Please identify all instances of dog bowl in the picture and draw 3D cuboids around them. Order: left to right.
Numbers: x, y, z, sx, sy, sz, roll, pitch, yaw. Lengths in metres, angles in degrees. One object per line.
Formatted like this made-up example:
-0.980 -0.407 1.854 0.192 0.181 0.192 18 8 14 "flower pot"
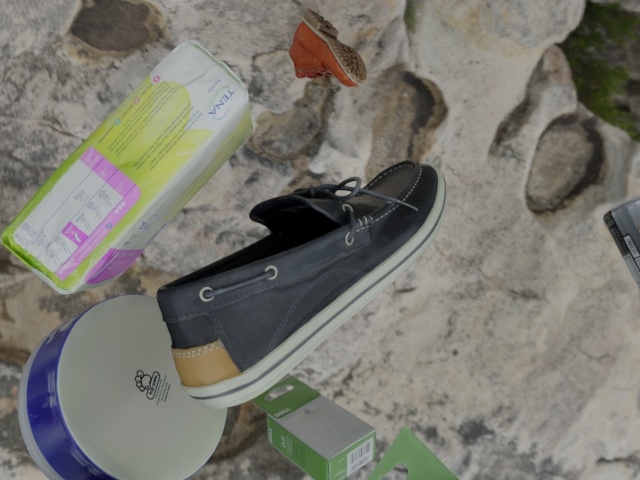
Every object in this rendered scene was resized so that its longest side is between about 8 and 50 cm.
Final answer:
-0.259 0.211 0.914 0.104 0.264 0.265 -30 130 35 "dog bowl"

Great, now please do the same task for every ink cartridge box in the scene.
-0.018 0.314 1.124 0.109 0.209 0.062 -20 120 -39 "ink cartridge box"
0.165 0.385 0.893 0.235 0.056 0.171 47 55 -3 "ink cartridge box"

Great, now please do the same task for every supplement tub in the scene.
0.567 0.017 1.120 0.117 0.117 0.190 -19 77 -16 "supplement tub"

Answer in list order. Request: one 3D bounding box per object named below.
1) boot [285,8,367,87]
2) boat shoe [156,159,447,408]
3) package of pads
0.005 -0.251 0.952 0.059 0.158 0.084 13 124 -46 "boot"
0.000 0.000 0.848 0.500 0.187 0.155 -38 107 -38 "boat shoe"
-0.206 -0.075 0.778 0.101 0.229 0.296 41 85 -3 "package of pads"
